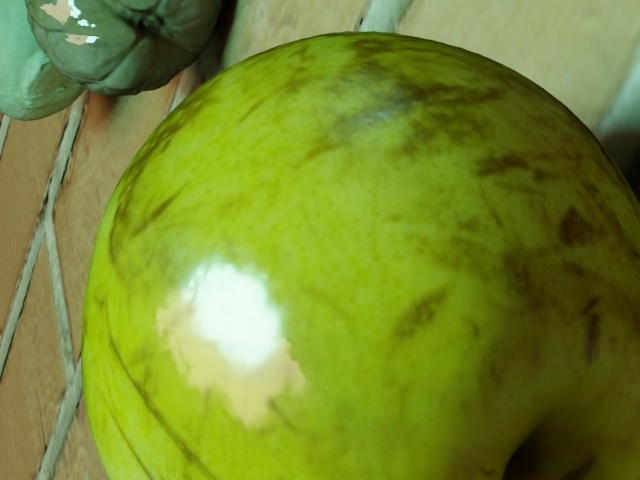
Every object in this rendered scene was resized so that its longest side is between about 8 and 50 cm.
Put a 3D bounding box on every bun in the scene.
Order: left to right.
[{"bbox_3d":[-0.271,-0.270,1.635,0.293,0.187,0.293,161,90,-81],"label":"bun"}]

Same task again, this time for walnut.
[{"bbox_3d":[-0.165,-0.214,1.386,0.230,0.178,0.178,-129,46,-65],"label":"walnut"}]

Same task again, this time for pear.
[{"bbox_3d":[0.029,0.049,0.745,0.280,0.280,0.281,-177,90,-68],"label":"pear"}]
